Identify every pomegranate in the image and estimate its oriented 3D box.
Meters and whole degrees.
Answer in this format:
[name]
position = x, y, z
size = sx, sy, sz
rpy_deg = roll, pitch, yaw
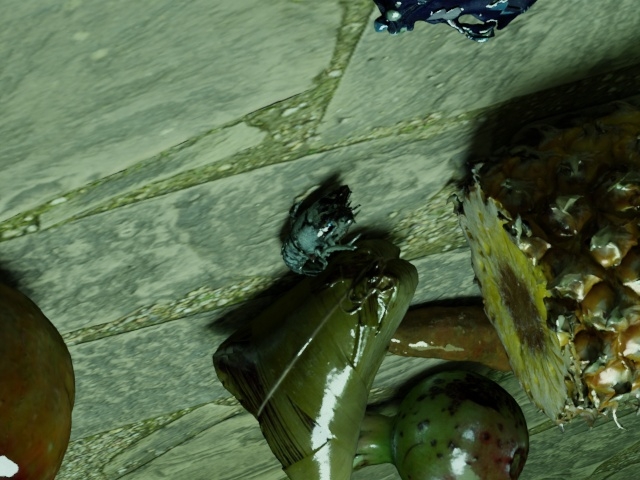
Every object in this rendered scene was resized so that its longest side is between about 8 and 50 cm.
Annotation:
[pomegranate]
position = 0.184, 0.330, 1.881
size = 0.305, 0.242, 0.242
rpy_deg = -15, 159, 36

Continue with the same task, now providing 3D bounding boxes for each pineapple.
[pineapple]
position = 0.330, 0.021, 1.278
size = 0.300, 0.352, 0.352
rpy_deg = -22, 152, 1

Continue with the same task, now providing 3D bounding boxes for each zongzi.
[zongzi]
position = 0.042, 0.181, 1.416
size = 0.274, 0.300, 0.145
rpy_deg = -37, 161, 27

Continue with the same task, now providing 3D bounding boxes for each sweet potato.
[sweet potato]
position = 0.196, 0.131, 1.661
size = 0.291, 0.097, 0.097
rpy_deg = 11, 140, -32

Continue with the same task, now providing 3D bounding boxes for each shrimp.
[shrimp]
position = -0.004, 0.001, 1.307
size = 0.076, 0.082, 0.174
rpy_deg = -11, 158, -25

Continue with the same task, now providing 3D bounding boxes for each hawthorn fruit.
[hawthorn fruit]
position = -0.382, 0.194, 1.167
size = 0.267, 0.301, 0.268
rpy_deg = -4, 137, -4

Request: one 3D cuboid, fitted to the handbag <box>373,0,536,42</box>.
[handbag]
position = 0.136, -0.266, 0.890
size = 0.162, 0.113, 0.260
rpy_deg = -2, 146, -42
